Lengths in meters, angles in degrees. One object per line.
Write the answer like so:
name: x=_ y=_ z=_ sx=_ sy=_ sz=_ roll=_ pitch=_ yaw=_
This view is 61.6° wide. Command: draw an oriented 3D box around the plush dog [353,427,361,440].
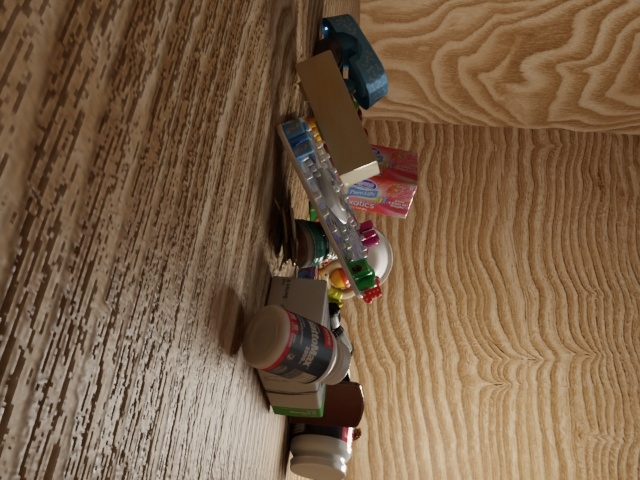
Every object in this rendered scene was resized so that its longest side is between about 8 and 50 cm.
plush dog: x=0.009 y=0.619 z=1.873 sx=0.262 sy=0.211 sz=0.225 roll=-55 pitch=122 yaw=-82

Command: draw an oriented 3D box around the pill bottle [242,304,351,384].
pill bottle: x=-0.035 y=0.188 z=0.929 sx=0.180 sy=0.108 sz=0.107 roll=30 pitch=56 yaw=-38

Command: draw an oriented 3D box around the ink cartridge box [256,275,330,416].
ink cartridge box: x=-0.048 y=0.239 z=1.173 sx=0.289 sy=0.122 sz=0.211 roll=85 pitch=11 yaw=-56

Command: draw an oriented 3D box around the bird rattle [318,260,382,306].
bird rattle: x=0.098 y=0.167 z=2.053 sx=0.143 sy=0.254 sz=0.206 roll=-75 pitch=144 yaw=-63

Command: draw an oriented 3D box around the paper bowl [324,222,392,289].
paper bowl: x=0.151 y=0.073 z=2.187 sx=0.148 sy=0.285 sz=0.283 roll=-32 pitch=126 yaw=-81

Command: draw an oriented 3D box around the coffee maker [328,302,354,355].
coffee maker: x=0.002 y=0.299 z=1.688 sx=0.120 sy=0.171 sz=0.178 roll=-129 pitch=-162 yaw=-67

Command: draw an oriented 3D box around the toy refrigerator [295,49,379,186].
toy refrigerator: x=0.034 y=-0.260 z=1.168 sx=0.102 sy=0.094 sz=0.269 roll=38 pitch=30 yaw=-78

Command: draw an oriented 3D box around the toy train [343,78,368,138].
toy train: x=0.083 y=-0.323 z=1.493 sx=0.143 sy=0.105 sz=0.247 roll=89 pitch=-8 yaw=-54

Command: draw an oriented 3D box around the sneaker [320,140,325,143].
sneaker: x=0.003 y=-0.306 z=1.518 sx=0.175 sy=0.068 sz=0.064 roll=-79 pitch=170 yaw=-58

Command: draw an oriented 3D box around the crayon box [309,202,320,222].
crayon box: x=0.024 y=-0.160 z=1.757 sx=0.165 sy=0.081 sz=0.278 roll=87 pitch=10 yaw=-52

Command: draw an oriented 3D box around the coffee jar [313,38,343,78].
coffee jar: x=0.025 y=-0.482 z=1.528 sx=0.184 sy=0.079 sz=0.096 roll=77 pitch=18 yaw=-70

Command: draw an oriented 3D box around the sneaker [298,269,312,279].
sneaker: x=-0.026 y=0.165 z=1.442 sx=0.221 sy=0.087 sz=0.083 roll=-94 pitch=-175 yaw=-47

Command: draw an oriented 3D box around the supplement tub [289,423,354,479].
supplement tub: x=0.009 y=0.575 z=1.656 sx=0.191 sy=0.191 sz=0.272 roll=87 pitch=9 yaw=-52

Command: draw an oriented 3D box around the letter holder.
letter holder: x=0.018 y=0.385 z=1.476 sx=0.301 sy=0.215 sz=0.151 roll=87 pitch=10 yaw=-51

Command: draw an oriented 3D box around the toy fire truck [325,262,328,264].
toy fire truck: x=0.016 y=-0.023 z=1.957 sx=0.135 sy=0.047 sz=0.191 roll=-69 pitch=162 yaw=-66

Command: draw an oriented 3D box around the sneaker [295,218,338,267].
sneaker: x=0.000 y=0.000 z=1.210 sx=0.302 sy=0.121 sz=0.108 roll=-150 pitch=-125 yaw=-84

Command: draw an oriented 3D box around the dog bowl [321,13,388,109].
dog bowl: x=0.100 y=-0.517 z=1.537 sx=0.297 sy=0.074 sz=0.166 roll=63 pitch=-6 yaw=15

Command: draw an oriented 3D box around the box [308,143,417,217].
box: x=0.126 y=-0.189 z=1.585 sx=0.142 sy=0.300 sz=0.154 roll=101 pitch=-1 yaw=-49

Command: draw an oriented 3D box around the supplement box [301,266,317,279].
supplement box: x=-0.035 y=0.105 z=1.579 sx=0.055 sy=0.043 sz=0.083 roll=86 pitch=10 yaw=-58

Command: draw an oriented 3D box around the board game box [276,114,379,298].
board game box: x=0.040 y=-0.108 z=1.244 sx=0.389 sy=0.051 sz=0.390 roll=64 pitch=13 yaw=-11

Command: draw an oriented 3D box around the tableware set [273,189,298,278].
tableware set: x=-0.075 y=-0.008 z=1.129 sx=0.194 sy=0.039 sz=0.128 roll=96 pitch=-13 yaw=-62
